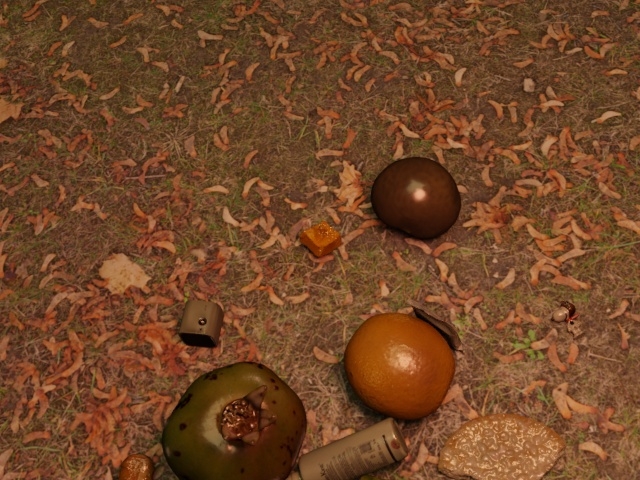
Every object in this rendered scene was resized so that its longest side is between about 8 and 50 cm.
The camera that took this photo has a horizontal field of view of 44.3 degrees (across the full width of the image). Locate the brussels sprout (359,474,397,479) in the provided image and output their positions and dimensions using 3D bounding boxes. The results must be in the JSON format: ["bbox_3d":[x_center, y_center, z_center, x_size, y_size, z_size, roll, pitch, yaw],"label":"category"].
[{"bbox_3d":[0.148,0.538,1.540,0.181,0.100,0.139,23,55,18],"label":"brussels sprout"}]

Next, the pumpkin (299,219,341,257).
[{"bbox_3d":[0.000,0.000,1.896,0.083,0.054,0.074,-29,62,-35],"label":"pumpkin"}]

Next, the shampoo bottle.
[{"bbox_3d":[0.043,0.446,1.589,0.262,0.085,0.085,-25,59,8],"label":"shampoo bottle"}]

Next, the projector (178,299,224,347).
[{"bbox_3d":[-0.271,0.191,1.791,0.083,0.083,0.082,4,60,9],"label":"projector"}]

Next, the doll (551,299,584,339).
[{"bbox_3d":[0.556,0.175,1.744,0.058,0.040,0.085,-45,60,-5],"label":"doll"}]

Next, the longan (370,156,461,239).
[{"bbox_3d":[0.228,-0.104,1.858,0.212,0.198,0.198,30,67,20],"label":"longan"}]

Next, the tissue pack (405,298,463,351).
[{"bbox_3d":[0.250,0.180,1.684,0.122,0.193,0.026,37,84,24],"label":"tissue pack"}]

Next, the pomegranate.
[{"bbox_3d":[-0.180,0.366,1.543,0.291,0.323,0.290,-6,62,11],"label":"pomegranate"}]

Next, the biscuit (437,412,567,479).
[{"bbox_3d":[0.371,0.446,1.602,0.266,0.040,0.188,-6,59,4],"label":"biscuit"}]

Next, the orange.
[{"bbox_3d":[0.162,0.258,1.630,0.236,0.236,0.236,-3,59,4],"label":"orange"}]

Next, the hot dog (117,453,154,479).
[{"bbox_3d":[-0.396,0.577,1.588,0.083,0.068,0.289,15,55,-12],"label":"hot dog"}]
